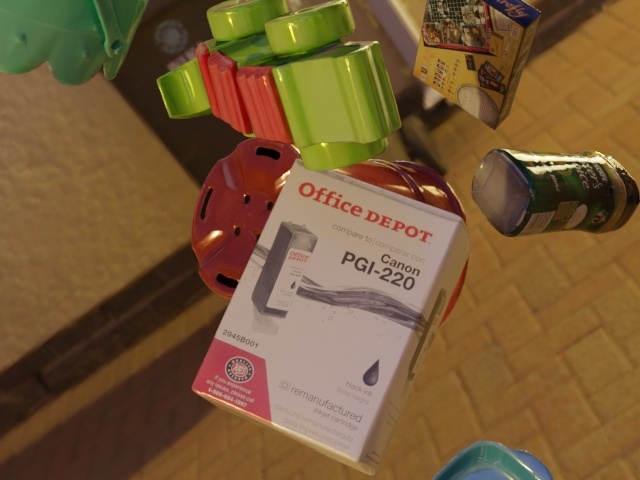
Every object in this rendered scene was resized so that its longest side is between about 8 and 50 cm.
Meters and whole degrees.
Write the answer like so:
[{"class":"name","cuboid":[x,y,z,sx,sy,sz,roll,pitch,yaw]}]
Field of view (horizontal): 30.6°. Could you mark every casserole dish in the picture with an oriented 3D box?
[{"class":"casserole dish","cuboid":[0.122,0.256,0.986,0.188,0.114,0.037,-42,-18,-18]}]

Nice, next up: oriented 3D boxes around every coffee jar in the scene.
[{"class":"coffee jar","cuboid":[0.263,-0.054,1.292,0.096,0.184,0.079,55,133,36]}]

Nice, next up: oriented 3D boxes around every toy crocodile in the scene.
[{"class":"toy crocodile","cuboid":[-0.037,-0.121,0.900,0.105,0.115,0.340,-22,21,-17]}]

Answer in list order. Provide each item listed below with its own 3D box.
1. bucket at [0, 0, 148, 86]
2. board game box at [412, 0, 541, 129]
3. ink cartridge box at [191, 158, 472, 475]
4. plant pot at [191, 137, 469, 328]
[{"class":"bucket","cuboid":[-0.243,-0.276,0.934,0.183,0.281,0.281,-56,9,25]},{"class":"board game box","cuboid":[0.226,-0.290,1.744,0.042,0.165,0.243,-45,-18,-24]},{"class":"ink cartridge box","cuboid":[0.013,0.062,0.979,0.218,0.158,0.092,-66,-18,-12]},{"class":"plant pot","cuboid":[0.000,0.000,1.467,0.272,0.265,0.273,-13,70,39]}]
